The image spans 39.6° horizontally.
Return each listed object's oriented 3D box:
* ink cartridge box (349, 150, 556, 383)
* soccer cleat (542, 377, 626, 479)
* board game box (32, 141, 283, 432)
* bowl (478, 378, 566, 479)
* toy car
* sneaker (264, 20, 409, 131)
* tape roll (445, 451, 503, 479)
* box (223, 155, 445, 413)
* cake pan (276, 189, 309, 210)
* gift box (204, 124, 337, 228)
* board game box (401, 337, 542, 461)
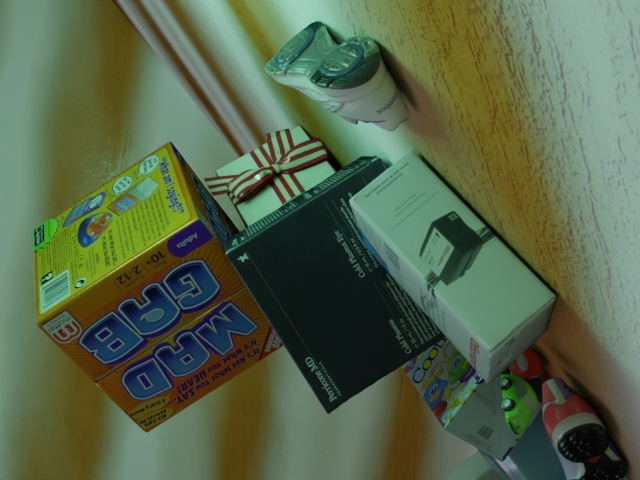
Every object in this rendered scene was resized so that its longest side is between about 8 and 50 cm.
[{"bbox_3d":[0.199,0.044,1.350,0.307,0.129,0.223,49,174,21],"label":"ink cartridge box"},{"bbox_3d":[0.454,0.351,1.548,0.318,0.109,0.116,55,-168,-47],"label":"soccer cleat"},{"bbox_3d":[-0.333,0.088,1.825,0.356,0.356,0.356,56,-178,-34],"label":"board game box"},{"bbox_3d":[0.413,0.403,1.800,0.311,0.163,0.311,50,175,6],"label":"bowl"},{"bbox_3d":[0.323,0.216,1.457,0.239,0.053,0.225,55,-155,-35],"label":"toy car"},{"bbox_3d":[0.017,-0.220,1.245,0.129,0.111,0.297,48,178,-33],"label":"sneaker"},{"bbox_3d":[0.437,0.662,2.121,0.392,0.392,0.072,54,173,-29],"label":"tape roll"},{"bbox_3d":[0.045,0.071,1.598,0.343,0.312,0.179,59,176,-8],"label":"box"},{"bbox_3d":[0.000,0.000,1.875,0.293,0.293,0.054,57,-177,-47],"label":"cake pan"},{"bbox_3d":[-0.087,-0.090,1.984,0.276,0.255,0.258,49,168,41],"label":"gift box"},{"bbox_3d":[0.286,0.273,1.708,0.144,0.142,0.275,32,-173,-19],"label":"board game box"}]
